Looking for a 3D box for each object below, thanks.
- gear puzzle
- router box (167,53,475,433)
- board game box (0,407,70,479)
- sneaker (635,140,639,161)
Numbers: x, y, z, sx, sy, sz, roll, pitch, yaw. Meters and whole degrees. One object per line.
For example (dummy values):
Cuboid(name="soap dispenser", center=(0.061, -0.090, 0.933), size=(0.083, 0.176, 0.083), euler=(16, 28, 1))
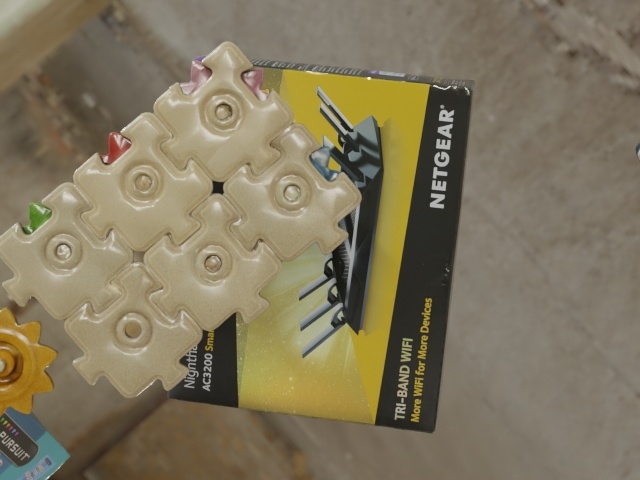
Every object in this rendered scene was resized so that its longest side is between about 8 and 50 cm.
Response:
Cuboid(name="gear puzzle", center=(-0.139, 0.019, 1.173), size=(0.175, 0.339, 0.044), euler=(49, -177, -6))
Cuboid(name="router box", center=(0.000, 0.000, 1.366), size=(0.243, 0.309, 0.081), euler=(6, -168, 7))
Cuboid(name="board game box", center=(-0.403, 0.081, 1.449), size=(0.336, 0.079, 0.254), euler=(39, 166, 25))
Cuboid(name="sneaker", center=(0.183, -0.022, 0.723), size=(0.077, 0.072, 0.178), euler=(37, 134, 38))
